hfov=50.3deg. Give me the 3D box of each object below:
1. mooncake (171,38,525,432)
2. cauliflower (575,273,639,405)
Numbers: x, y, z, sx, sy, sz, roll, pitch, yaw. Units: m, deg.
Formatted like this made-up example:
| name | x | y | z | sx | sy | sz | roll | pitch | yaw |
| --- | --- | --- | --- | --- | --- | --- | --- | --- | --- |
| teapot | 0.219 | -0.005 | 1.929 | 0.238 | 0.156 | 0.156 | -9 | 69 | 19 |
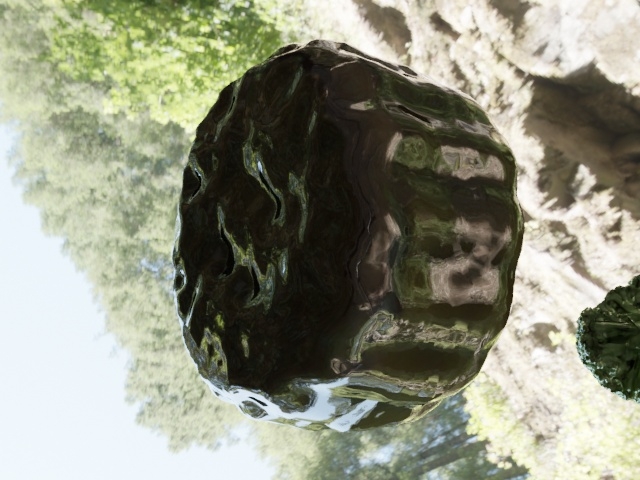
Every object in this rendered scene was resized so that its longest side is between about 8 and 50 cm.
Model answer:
| name | x | y | z | sx | sy | sz | roll | pitch | yaw |
| --- | --- | --- | --- | --- | --- | --- | --- | --- | --- |
| mooncake | 0.000 | 0.000 | 0.519 | 0.161 | 0.290 | 0.290 | 10 | -121 | -38 |
| cauliflower | 0.476 | 0.105 | 0.831 | 0.272 | 0.250 | 0.275 | 38 | -84 | 36 |
